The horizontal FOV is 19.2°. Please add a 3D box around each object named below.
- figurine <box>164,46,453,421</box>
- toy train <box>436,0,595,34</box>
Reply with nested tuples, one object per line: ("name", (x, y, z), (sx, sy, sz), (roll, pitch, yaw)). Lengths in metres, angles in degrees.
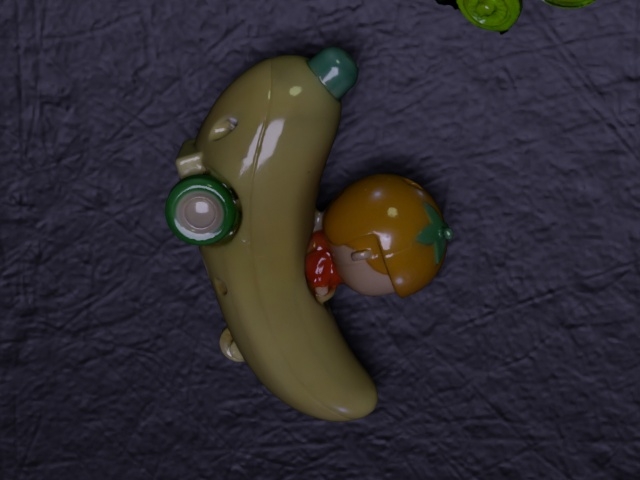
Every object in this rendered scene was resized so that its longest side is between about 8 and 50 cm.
("figurine", (0.000, 0.000, 1.609), (0.222, 0.124, 0.324), (-16, 106, 5))
("toy train", (0.191, -0.260, 1.472), (0.296, 0.100, 0.160), (-12, 125, 39))
